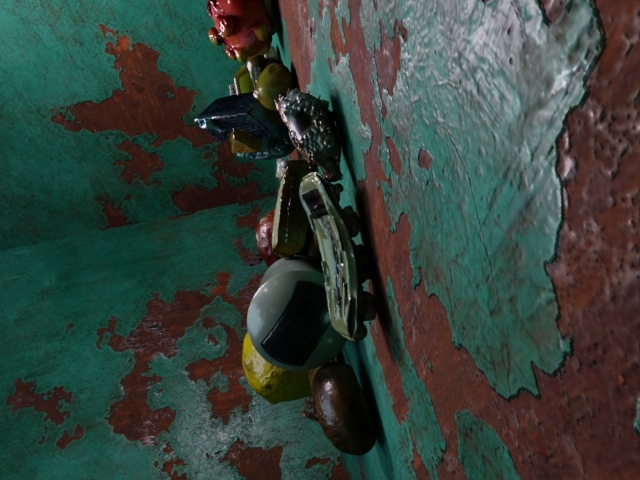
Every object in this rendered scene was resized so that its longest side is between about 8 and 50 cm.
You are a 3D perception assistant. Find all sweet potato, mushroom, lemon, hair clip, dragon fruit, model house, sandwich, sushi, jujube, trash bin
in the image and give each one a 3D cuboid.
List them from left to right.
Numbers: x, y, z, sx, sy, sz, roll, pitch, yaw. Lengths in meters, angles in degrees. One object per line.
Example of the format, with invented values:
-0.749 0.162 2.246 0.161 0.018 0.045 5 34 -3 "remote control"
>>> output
-0.263 -0.732 1.396 0.307 0.227 0.243 49 143 -2 "dragon fruit"
-0.245 -0.374 1.467 0.241 0.261 0.226 -24 -70 -59 "model house"
-0.111 0.031 1.639 0.223 0.223 0.318 -116 4 -64 "jujube"
-0.114 0.432 1.689 0.350 0.387 0.350 8 100 55 "lemon"
-0.089 -0.085 1.371 0.301 0.099 0.271 153 122 -78 "sandwich"
-0.068 0.196 1.334 0.432 0.280 0.280 -125 24 -81 "trash bin"
-0.010 -0.216 0.860 0.226 0.097 0.103 61 175 12 "sushi"
0.000 0.000 1.297 0.281 0.059 0.067 114 164 -76 "sweet potato"
0.028 0.641 1.851 0.219 0.199 0.229 1 75 45 "model house"
0.063 0.455 1.201 0.253 0.153 0.253 62 169 21 "mushroom"
0.045 0.026 0.850 0.138 0.091 0.321 174 83 -71 "hair clip"

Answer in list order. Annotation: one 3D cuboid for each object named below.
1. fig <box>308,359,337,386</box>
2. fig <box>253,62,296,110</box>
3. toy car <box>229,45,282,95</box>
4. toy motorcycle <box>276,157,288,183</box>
0.041 0.468 1.480 0.165 0.144 0.154 121 134 -59 "fig"
-0.129 -0.460 1.336 0.153 0.121 0.136 -45 -59 -70 "fig"
-0.234 -0.568 1.628 0.204 0.198 0.248 -119 19 -71 "toy car"
-0.171 -0.318 2.090 0.228 0.074 0.151 -108 11 -49 "toy motorcycle"
